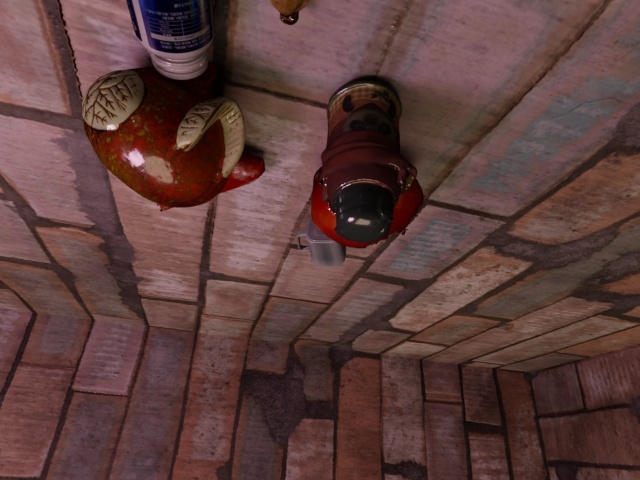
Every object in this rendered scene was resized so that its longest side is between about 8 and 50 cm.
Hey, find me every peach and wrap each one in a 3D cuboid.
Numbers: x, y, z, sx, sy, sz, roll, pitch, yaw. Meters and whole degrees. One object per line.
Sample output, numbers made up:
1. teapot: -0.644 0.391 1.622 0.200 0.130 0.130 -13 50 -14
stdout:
1. peach: 0.094 -0.079 0.844 0.226 0.195 0.190 3 -176 4

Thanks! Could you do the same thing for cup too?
1. cup: 0.000 0.000 1.093 0.128 0.095 0.129 1 148 9

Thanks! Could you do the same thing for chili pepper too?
1. chili pepper: -0.243 -0.153 0.844 0.253 0.136 0.144 -12 104 7

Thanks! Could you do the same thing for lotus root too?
1. lotus root: -0.032 -0.341 0.503 0.072 0.063 0.152 -26 161 -30

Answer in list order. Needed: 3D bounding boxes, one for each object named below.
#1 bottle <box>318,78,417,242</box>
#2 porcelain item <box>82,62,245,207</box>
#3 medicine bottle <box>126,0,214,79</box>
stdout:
1. bottle: 0.078 -0.124 0.670 0.156 0.271 0.143 -19 144 34
2. porcelain item: -0.235 -0.188 0.661 0.253 0.252 0.253 2 151 1
3. medicine bottle: -0.193 -0.310 0.529 0.107 0.106 0.191 7 152 -6
